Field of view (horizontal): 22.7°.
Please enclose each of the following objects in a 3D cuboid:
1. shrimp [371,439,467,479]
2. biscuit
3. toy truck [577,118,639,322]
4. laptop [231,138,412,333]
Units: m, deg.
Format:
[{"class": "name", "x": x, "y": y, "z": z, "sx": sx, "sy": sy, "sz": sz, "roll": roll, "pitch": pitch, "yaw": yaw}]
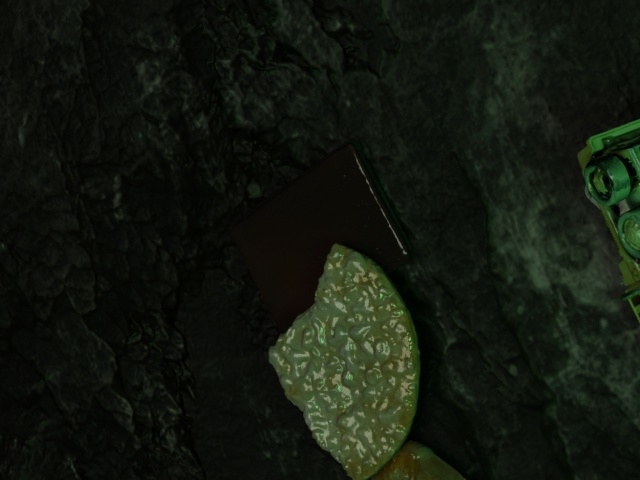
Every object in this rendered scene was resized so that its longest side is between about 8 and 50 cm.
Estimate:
[{"class": "shrimp", "x": 0.127, "y": 0.280, "z": 1.726, "sx": 0.190, "sy": 0.042, "sz": 0.101, "roll": 24, "pitch": 111, "yaw": 38}, {"class": "biscuit", "x": 0.028, "y": 0.134, "z": 1.755, "sx": 0.188, "sy": 0.040, "sz": 0.265, "roll": 3, "pitch": 97, "yaw": 34}, {"class": "toy truck", "x": 0.335, "y": 0.018, "z": 1.516, "sx": 0.259, "sy": 0.128, "sz": 0.135, "roll": 64, "pitch": 156, "yaw": 11}, {"class": "laptop", "x": 0.000, "y": 0.000, "z": 1.795, "sx": 0.207, "sy": 0.026, "sz": 0.154, "roll": -34, "pitch": 78, "yaw": 34}]
